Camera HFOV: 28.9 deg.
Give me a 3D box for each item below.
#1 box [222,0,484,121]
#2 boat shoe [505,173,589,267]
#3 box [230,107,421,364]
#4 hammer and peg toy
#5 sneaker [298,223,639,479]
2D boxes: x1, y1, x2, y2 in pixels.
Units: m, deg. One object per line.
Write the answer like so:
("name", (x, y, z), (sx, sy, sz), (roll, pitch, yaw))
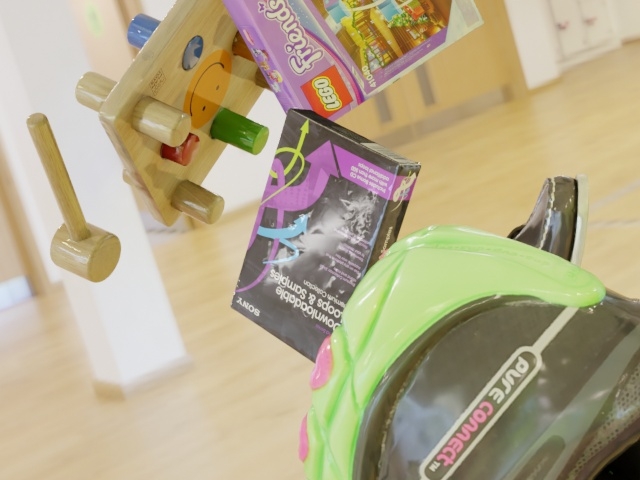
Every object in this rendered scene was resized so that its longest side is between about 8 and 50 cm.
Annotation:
("box", (-0.003, -0.271, 1.115), (0.201, 0.293, 0.057), (-34, 20, -14))
("boat shoe", (0.158, 0.040, 0.983), (0.069, 0.227, 0.081), (12, 39, 3))
("box", (0.000, 0.000, 0.891), (0.029, 0.162, 0.116), (-3, 25, -47))
("hammer and peg toy", (-0.158, -0.126, 1.329), (0.127, 0.266, 0.361), (26, 70, 18))
("sneaker", (0.120, 0.223, 0.622), (0.202, 0.482, 0.185), (8, 36, 30))
